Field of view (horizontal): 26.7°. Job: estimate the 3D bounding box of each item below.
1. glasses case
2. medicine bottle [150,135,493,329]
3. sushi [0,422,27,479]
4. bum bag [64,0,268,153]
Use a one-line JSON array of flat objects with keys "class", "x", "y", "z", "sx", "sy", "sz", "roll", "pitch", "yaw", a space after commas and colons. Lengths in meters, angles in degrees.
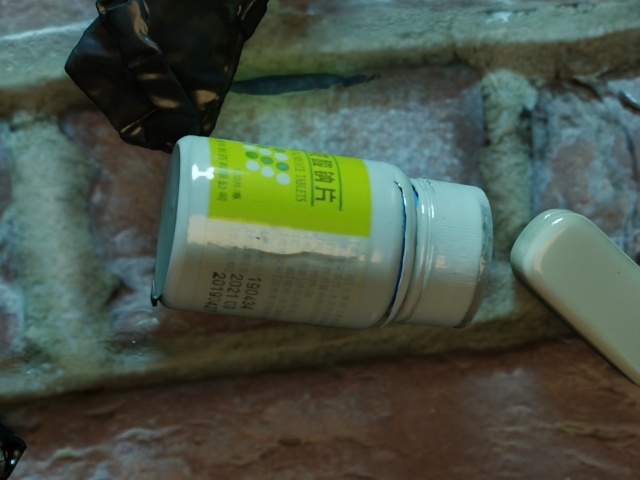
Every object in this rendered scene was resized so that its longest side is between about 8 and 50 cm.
[{"class": "glasses case", "x": 0.257, "y": 0.054, "z": 1.211, "sx": 0.196, "sy": 0.050, "sz": 0.083, "roll": 43, "pitch": 91, "yaw": -14}, {"class": "medicine bottle", "x": 0.000, "y": 0.000, "z": 1.103, "sx": 0.258, "sy": 0.143, "sz": 0.143, "roll": 8, "pitch": 97, "yaw": -13}, {"class": "sushi", "x": -0.301, "y": 0.178, "z": 1.114, "sx": 0.083, "sy": 0.056, "sz": 0.085, "roll": 36, "pitch": 89, "yaw": -22}, {"class": "bum bag", "x": -0.094, "y": -0.217, "z": 1.084, "sx": 0.137, "sy": 0.074, "sz": 0.310, "roll": 23, "pitch": 99, "yaw": -26}]
